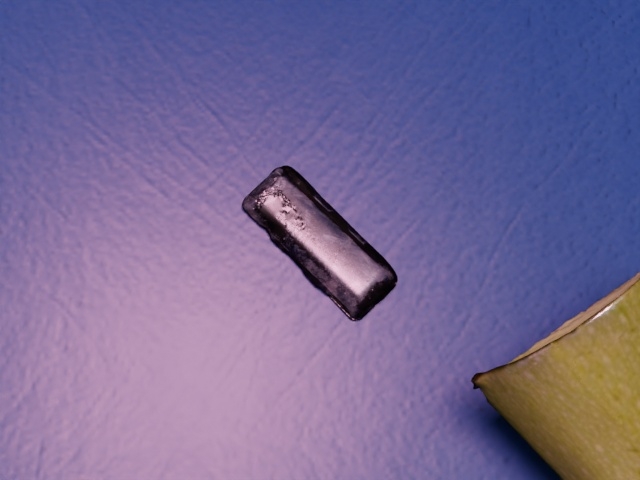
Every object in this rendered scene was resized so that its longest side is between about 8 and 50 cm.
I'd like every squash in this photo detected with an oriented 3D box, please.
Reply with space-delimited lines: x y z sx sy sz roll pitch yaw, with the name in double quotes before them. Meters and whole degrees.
"squash" 0.212 0.137 0.603 0.137 0.137 0.287 -40 96 -14

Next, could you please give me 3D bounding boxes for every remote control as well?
"remote control" 0.000 0.000 0.646 0.039 0.014 0.096 -43 84 -14
